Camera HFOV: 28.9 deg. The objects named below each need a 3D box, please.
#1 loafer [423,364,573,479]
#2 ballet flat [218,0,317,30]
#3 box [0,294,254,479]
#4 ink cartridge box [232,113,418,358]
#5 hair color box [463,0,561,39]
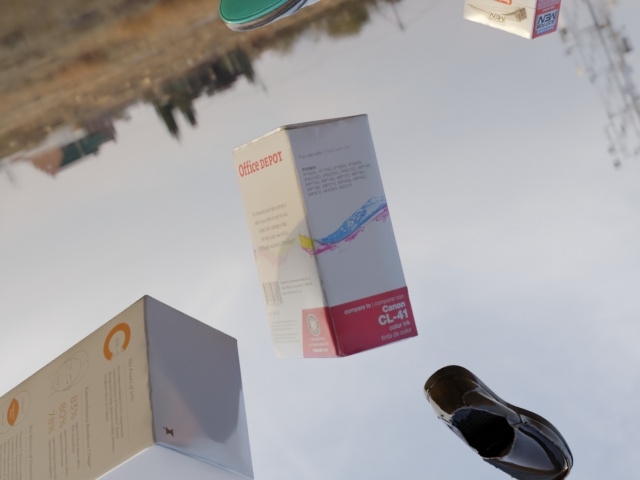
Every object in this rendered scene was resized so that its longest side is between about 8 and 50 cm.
[{"bbox_3d":[0.206,0.230,1.420,0.080,0.220,0.078,-48,-157,20],"label":"loafer"},{"bbox_3d":[-0.005,-0.356,1.558,0.280,0.095,0.096,-41,150,22],"label":"ballet flat"},{"bbox_3d":[-0.273,0.262,1.585,0.345,0.168,0.215,-34,-134,27],"label":"box"},{"bbox_3d":[0.000,0.000,1.681,0.131,0.306,0.226,-11,-179,-23],"label":"ink cartridge box"},{"bbox_3d":[0.207,-0.304,1.290,0.093,0.167,0.053,27,-145,36],"label":"hair color box"}]
